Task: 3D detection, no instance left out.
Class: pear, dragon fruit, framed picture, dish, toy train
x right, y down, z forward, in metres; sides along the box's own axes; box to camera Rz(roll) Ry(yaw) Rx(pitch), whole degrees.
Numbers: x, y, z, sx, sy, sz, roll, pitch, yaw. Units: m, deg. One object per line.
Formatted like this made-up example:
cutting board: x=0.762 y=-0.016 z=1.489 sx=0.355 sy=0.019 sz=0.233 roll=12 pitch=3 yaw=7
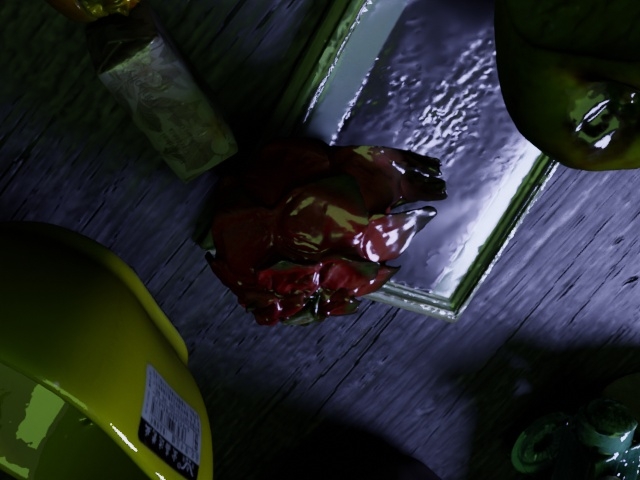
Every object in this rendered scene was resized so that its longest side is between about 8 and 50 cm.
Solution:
pear: x=0.231 y=-0.135 z=0.648 sx=0.255 sy=0.238 sz=0.164 roll=-52 pitch=133 yaw=3
dragon fruit: x=0.000 y=-0.006 z=0.709 sx=0.142 sy=0.130 sz=0.121 roll=-36 pitch=134 yaw=-52
framed picture: x=0.081 y=-0.081 z=0.780 sx=0.231 sy=0.018 sz=0.293 roll=17 pitch=114 yaw=-31
dish: x=-0.156 y=0.073 z=0.703 sx=0.262 sy=0.221 sz=0.108 roll=53 pitch=53 yaw=-41
toy train: x=0.258 y=0.256 z=1.012 sx=0.189 sy=0.126 sz=0.307 roll=-9 pitch=125 yaw=-17

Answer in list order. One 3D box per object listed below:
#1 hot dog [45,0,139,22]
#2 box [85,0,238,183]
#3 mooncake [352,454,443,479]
hot dog: x=-0.150 y=-0.180 z=0.599 sx=0.071 sy=0.045 sz=0.165 roll=-38 pitch=127 yaw=3
box: x=-0.092 y=-0.087 z=0.676 sx=0.045 sy=0.062 sz=0.098 roll=-31 pitch=131 yaw=5
mooncake: x=0.075 y=0.287 z=0.883 sx=0.133 sy=0.245 sz=0.245 roll=-35 pitch=128 yaw=7
